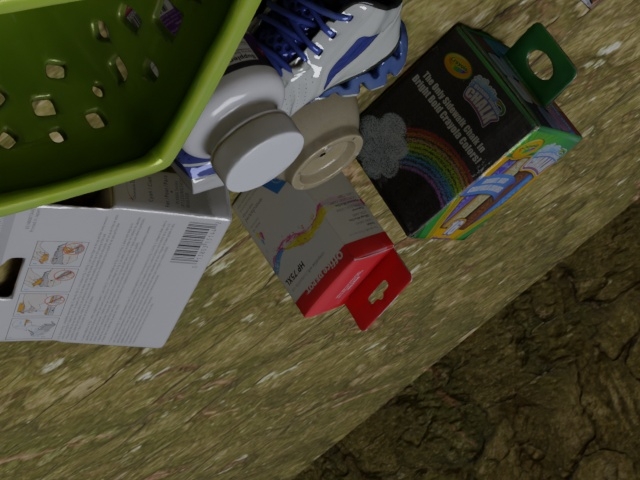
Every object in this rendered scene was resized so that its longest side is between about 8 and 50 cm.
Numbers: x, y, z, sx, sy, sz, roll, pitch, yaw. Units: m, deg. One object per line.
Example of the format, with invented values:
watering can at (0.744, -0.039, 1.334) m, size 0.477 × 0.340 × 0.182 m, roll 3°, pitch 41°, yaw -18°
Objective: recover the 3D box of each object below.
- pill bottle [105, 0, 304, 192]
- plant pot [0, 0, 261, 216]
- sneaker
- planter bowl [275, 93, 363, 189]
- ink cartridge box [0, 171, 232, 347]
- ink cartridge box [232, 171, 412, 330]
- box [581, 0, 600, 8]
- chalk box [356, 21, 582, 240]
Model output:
pill bottle at (-0.098, -0.141, 1.041) m, size 0.108 × 0.193 × 0.108 m, roll -30°, pitch 162°, yaw -11°
plant pot at (-0.201, -0.166, 0.785) m, size 0.228 × 0.207 × 0.227 m, roll -18°, pitch 155°, yaw -39°
sneaker at (-0.034, -0.197, 1.157) m, size 0.315 × 0.127 × 0.182 m, roll -34°, pitch 159°, yaw -23°
planter bowl at (-0.020, -0.127, 1.347) m, size 0.162 × 0.109 × 0.162 m, roll -30°, pitch 161°, yaw -12°
ink cartridge box at (-0.270, 0.025, 1.371) m, size 0.261 × 0.066 × 0.296 m, roll 5°, pitch 144°, yaw -23°
ink cartridge box at (0.000, 0.000, 1.502) m, size 0.078 × 0.231 × 0.134 m, roll -17°, pitch 155°, yaw -43°
box at (0.351, -0.365, 1.501) m, size 0.114 × 0.036 × 0.207 m, roll -41°, pitch 161°, yaw 18°
chalk box at (0.209, -0.155, 1.556) m, size 0.289 × 0.180 × 0.179 m, roll -41°, pitch 161°, yaw 22°
